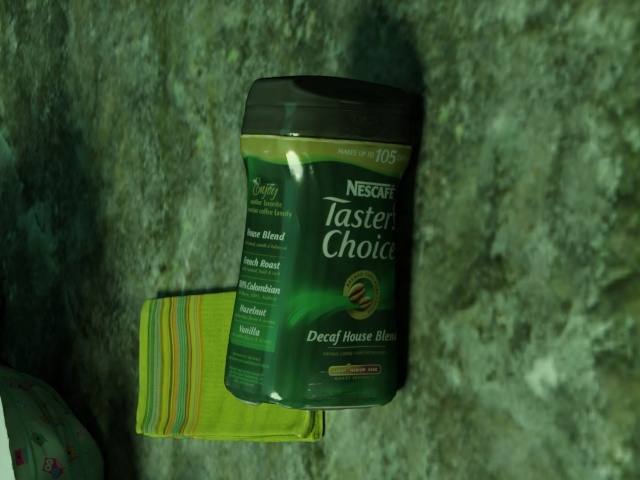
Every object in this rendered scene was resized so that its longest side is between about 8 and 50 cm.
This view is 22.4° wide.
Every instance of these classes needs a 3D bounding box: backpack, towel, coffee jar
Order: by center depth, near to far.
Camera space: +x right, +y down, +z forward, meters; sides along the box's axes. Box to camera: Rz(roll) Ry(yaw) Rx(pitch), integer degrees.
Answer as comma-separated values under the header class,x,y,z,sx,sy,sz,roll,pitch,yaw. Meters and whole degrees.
class,x,y,z,sx,sy,sz,roll,pitch,yaw
coffee jar,0.000,0.000,0.909,0.079,0.096,0.184,7,95,56
towel,-0.067,0.084,1.088,0.237,0.021,0.102,-10,81,58
backpack,-0.254,0.179,1.303,0.182,0.115,0.152,33,125,53

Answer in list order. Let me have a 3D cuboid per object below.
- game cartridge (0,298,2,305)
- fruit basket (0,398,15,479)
class,x,y,z,sx,sy,sz,roll,pitch,yaw
game cartridge,-0.456,0.151,1.561,0.068,0.230,0.355,51,147,-9
fruit basket,-0.356,0.189,1.199,0.353,0.165,0.327,-30,68,38
